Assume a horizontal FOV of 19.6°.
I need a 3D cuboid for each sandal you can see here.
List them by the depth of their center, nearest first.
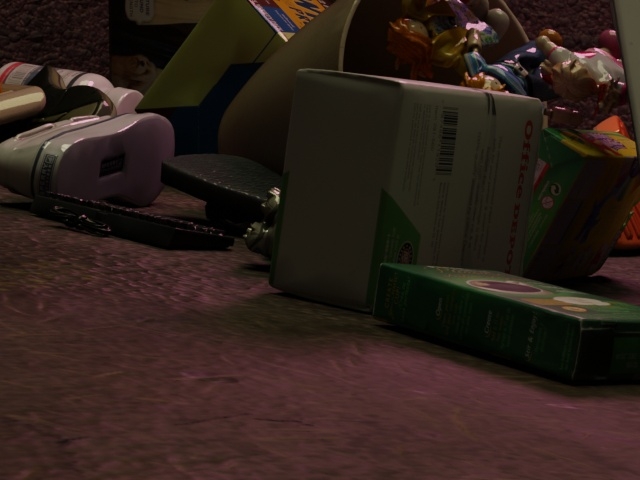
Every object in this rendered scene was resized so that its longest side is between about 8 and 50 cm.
[{"bbox_3d":[-0.052,-0.024,1.654,0.254,0.054,0.097,24,22,37],"label":"sandal"},{"bbox_3d":[-0.291,-0.115,2.018,0.086,0.120,0.303,48,-10,-26],"label":"sandal"}]

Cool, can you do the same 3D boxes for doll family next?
[{"bbox_3d":[0.149,-0.158,1.596,0.263,0.118,0.163,38,31,19],"label":"doll family"}]

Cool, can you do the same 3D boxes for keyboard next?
[{"bbox_3d":[-0.167,-0.018,1.538,0.180,0.023,0.108,12,7,42],"label":"keyboard"}]

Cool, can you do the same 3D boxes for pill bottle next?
[{"bbox_3d":[-0.305,-0.153,2.241,0.180,0.108,0.108,11,7,25],"label":"pill bottle"}]

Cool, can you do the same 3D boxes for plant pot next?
[{"bbox_3d":[0.031,-0.112,1.775,0.256,0.256,0.274,3,-9,-39],"label":"plant pot"}]

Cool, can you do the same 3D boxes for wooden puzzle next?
[{"bbox_3d":[-0.437,-0.146,2.003,0.221,0.044,0.238,-18,18,-25],"label":"wooden puzzle"}]

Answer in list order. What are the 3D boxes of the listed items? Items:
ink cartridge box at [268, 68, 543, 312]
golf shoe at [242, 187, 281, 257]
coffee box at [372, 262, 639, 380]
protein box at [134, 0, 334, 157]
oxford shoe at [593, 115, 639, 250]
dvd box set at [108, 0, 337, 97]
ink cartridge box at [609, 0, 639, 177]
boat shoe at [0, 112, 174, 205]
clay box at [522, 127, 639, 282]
[{"bbox_3d":[0.068,-0.037,1.352,0.092,0.160,0.219,11,6,32],"label":"ink cartridge box"},{"bbox_3d":[0.000,0.000,1.477,0.086,0.069,0.176,29,13,9],"label":"golf shoe"},{"bbox_3d":[0.133,0.051,1.169,0.113,0.040,0.184,3,8,-41],"label":"coffee box"},{"bbox_3d":[-0.062,-0.173,2.130,0.136,0.200,0.201,50,25,22],"label":"protein box"},{"bbox_3d":[0.294,-0.042,2.074,0.132,0.130,0.363,-25,5,16],"label":"oxford shoe"},{"bbox_3d":[-0.076,-0.228,2.303,0.420,0.308,0.062,11,20,26],"label":"dvd box set"},{"bbox_3d":[0.432,-0.113,1.394,0.395,0.270,0.151,-10,-20,13],"label":"ink cartridge box"},{"bbox_3d":[-0.217,-0.081,1.725,0.084,0.095,0.258,14,7,19],"label":"boat shoe"},{"bbox_3d":[0.221,-0.031,1.610,0.053,0.127,0.222,34,16,21],"label":"clay box"}]
